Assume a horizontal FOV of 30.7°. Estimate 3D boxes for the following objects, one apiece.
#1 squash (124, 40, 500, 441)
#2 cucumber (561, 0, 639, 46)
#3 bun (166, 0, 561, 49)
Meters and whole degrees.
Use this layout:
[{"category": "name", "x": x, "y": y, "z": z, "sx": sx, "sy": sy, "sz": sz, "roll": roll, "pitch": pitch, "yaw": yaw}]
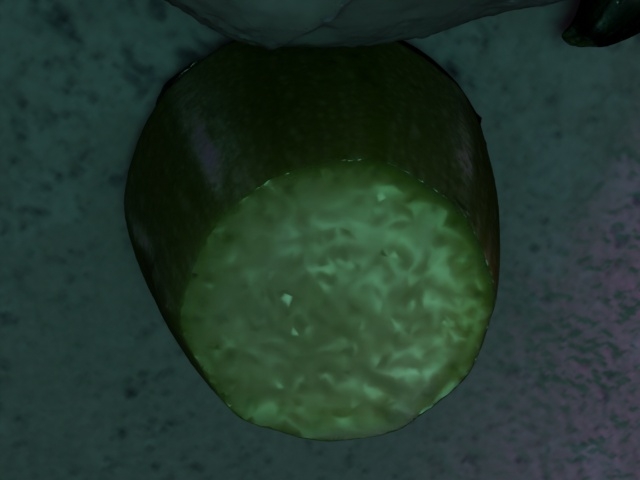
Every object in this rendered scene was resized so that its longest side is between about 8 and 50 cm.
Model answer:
[{"category": "squash", "x": 0.000, "y": 0.000, "z": 0.486, "sx": 0.170, "sy": 0.123, "sz": 0.170, "roll": -2, "pitch": 113, "yaw": -4}, {"category": "cucumber", "x": 0.178, "y": -0.204, "z": 0.471, "sx": 0.056, "sy": 0.056, "sz": 0.284, "roll": 19, "pitch": 109, "yaw": -16}, {"category": "bun", "x": 0.016, "y": -0.222, "z": 0.362, "sx": 0.355, "sy": 0.194, "sz": 0.354, "roll": -3, "pitch": 112, "yaw": -7}]
